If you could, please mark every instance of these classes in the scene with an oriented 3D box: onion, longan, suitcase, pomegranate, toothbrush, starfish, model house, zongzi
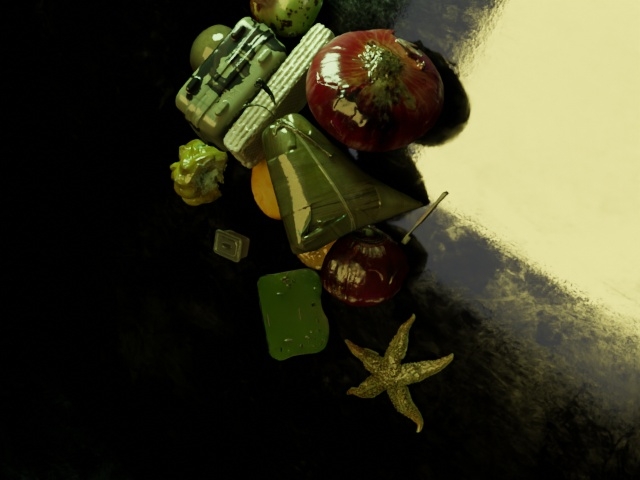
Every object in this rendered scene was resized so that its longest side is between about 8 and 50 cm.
[{"bbox_3d":[0.130,-0.359,1.331,0.347,0.347,0.285,52,159,13],"label":"onion"},{"bbox_3d":[-0.323,-0.581,1.636,0.189,0.189,0.189,7,104,32],"label":"longan"},{"bbox_3d":[-0.235,-0.429,1.522,0.194,0.339,0.351,39,85,0],"label":"suitcase"},{"bbox_3d":[-0.120,-0.670,1.437,0.214,0.248,0.214,7,102,38],"label":"pomegranate"},{"bbox_3d":[0.285,-0.061,1.444,0.017,0.014,0.194,45,120,17],"label":"toothbrush"},{"bbox_3d":[0.125,0.092,1.472,0.206,0.207,0.216,25,118,30],"label":"onion"},{"bbox_3d":[0.207,0.380,1.559,0.347,0.078,0.358,16,108,32],"label":"starfish"},{"bbox_3d":[-0.094,0.216,1.697,0.207,0.154,0.294,-10,107,-9],"label":"model house"},{"bbox_3d":[0.030,-0.222,1.371,0.181,0.418,0.447,171,82,-74],"label":"zongzi"}]

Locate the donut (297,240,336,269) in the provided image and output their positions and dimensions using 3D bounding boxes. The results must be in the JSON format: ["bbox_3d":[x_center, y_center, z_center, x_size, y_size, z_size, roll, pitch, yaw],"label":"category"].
[{"bbox_3d":[0.000,0.000,1.614,0.178,0.065,0.162,-35,85,32],"label":"donut"}]

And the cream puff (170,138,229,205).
[{"bbox_3d":[-0.432,-0.236,1.781,0.195,0.195,0.221,28,109,25],"label":"cream puff"}]

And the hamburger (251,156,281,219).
[{"bbox_3d":[-0.086,-0.179,1.567,0.246,0.170,0.246,14,110,44],"label":"hamburger"}]

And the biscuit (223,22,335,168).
[{"bbox_3d":[-0.102,-0.391,1.440,0.078,0.144,0.426,38,86,18],"label":"biscuit"}]

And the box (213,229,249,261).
[{"bbox_3d":[-0.307,0.014,1.814,0.122,0.062,0.089,22,111,29],"label":"box"}]
